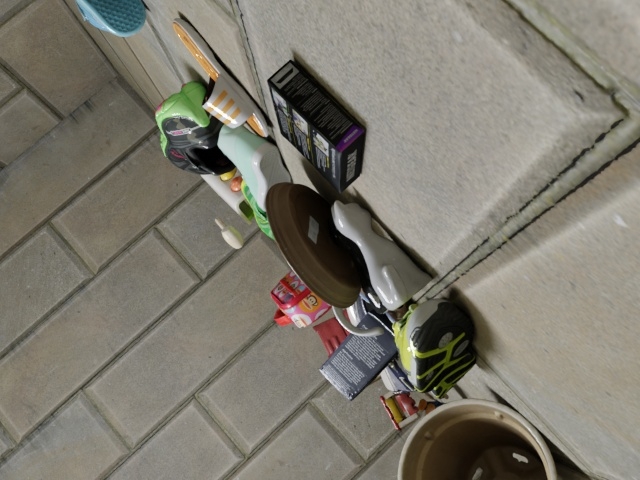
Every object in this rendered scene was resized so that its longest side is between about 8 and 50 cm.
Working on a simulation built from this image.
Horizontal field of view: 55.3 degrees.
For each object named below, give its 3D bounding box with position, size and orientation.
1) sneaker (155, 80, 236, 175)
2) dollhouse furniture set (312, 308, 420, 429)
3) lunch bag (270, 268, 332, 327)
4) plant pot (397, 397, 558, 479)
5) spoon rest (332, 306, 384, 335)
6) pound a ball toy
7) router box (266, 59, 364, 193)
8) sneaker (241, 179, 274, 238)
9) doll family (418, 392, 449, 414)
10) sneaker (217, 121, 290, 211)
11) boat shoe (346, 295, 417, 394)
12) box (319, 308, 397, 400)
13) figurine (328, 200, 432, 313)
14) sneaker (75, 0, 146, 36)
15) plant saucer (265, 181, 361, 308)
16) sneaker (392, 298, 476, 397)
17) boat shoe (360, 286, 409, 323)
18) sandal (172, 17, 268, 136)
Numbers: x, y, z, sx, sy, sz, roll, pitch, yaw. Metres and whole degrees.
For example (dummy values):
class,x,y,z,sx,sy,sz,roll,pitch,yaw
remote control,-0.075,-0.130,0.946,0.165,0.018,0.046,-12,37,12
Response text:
class,x,y,z,sx,sy,sz,roll,pitch,yaw
sneaker,-0.309,-0.241,1.623,0.202,0.185,0.483,51,175,3
dollhouse furniture set,0.142,0.389,1.796,0.374,0.152,0.201,62,-176,23
lunch bag,-0.039,0.151,1.822,0.120,0.258,0.293,49,173,-13
plant pot,0.386,0.550,1.373,0.334,0.334,0.305,42,-177,38
spoon rest,0.051,0.086,1.339,0.137,0.084,0.276,37,-149,-70
pound a ball toy,-0.284,-0.144,1.905,0.319,0.208,0.136,42,171,46
router box,-0.004,-0.145,0.823,0.133,0.046,0.179,46,173,9
sneaker,-0.135,-0.075,1.779,0.123,0.109,0.295,47,174,42
doll family,0.365,0.498,1.747,0.163,0.118,0.263,19,-164,-43
sneaker,-0.154,-0.175,1.387,0.151,0.094,0.256,39,161,19
boat shoe,0.198,0.237,1.556,0.158,0.127,0.340,-13,110,46
box,0.120,0.254,1.445,0.108,0.207,0.153,43,-158,15
figurine,0.085,0.022,1.086,0.209,0.092,0.215,51,173,6
sneaker,-0.524,-0.575,1.320,0.319,0.127,0.208,52,171,-26
plant saucer,0.000,0.000,1.176,0.278,0.041,0.278,44,-153,-29
sneaker,0.186,0.186,1.115,0.147,0.145,0.384,44,171,26
boat shoe,0.140,0.114,1.367,0.183,0.066,0.066,39,157,40
sandal,-0.203,-0.286,1.144,0.265,0.076,0.102,50,173,-16
